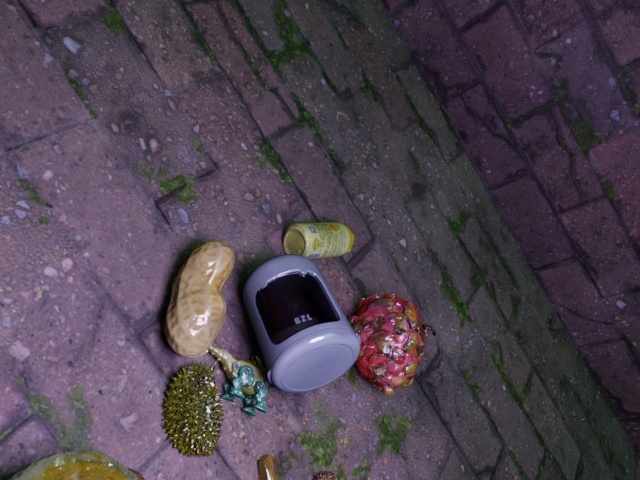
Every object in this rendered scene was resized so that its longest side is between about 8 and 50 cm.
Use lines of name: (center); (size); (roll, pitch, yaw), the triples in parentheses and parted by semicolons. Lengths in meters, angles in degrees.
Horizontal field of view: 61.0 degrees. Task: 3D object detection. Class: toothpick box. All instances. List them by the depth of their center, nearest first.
toothpick box: (-0.070, 0.199, 1.439); (0.263, 0.263, 0.355); (15, 34, -41)

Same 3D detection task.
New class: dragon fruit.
dragon fruit: (0.210, 0.330, 1.693); (0.269, 0.250, 0.291); (46, 36, -47)

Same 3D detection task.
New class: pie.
pie: (-0.464, 0.518, 0.980); (0.323, 0.070, 0.323); (-7, 103, -31)

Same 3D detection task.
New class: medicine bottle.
medicine bottle: (0.000, 0.000, 1.721); (0.238, 0.124, 0.124); (-5, 75, -47)

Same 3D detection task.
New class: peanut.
peanut: (-0.294, 0.135, 1.339); (0.147, 0.147, 0.306); (26, 55, -35)

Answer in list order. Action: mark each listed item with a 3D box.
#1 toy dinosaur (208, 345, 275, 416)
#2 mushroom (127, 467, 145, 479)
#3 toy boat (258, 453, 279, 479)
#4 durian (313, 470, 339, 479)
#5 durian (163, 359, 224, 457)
toy dinosaur: (-0.202, 0.343, 1.383); (0.259, 0.094, 0.153); (29, 51, -24)
mushroom: (-0.433, 0.485, 1.082); (0.209, 0.094, 0.072); (13, 66, -37)
toy boat: (-0.121, 0.615, 1.363); (0.049, 0.047, 0.149); (6, 67, -44)
durian: (0.013, 0.665, 1.466); (0.080, 0.080, 0.091); (21, 99, -38)
durian: (-0.285, 0.388, 1.258); (0.137, 0.095, 0.221); (10, 68, -38)
